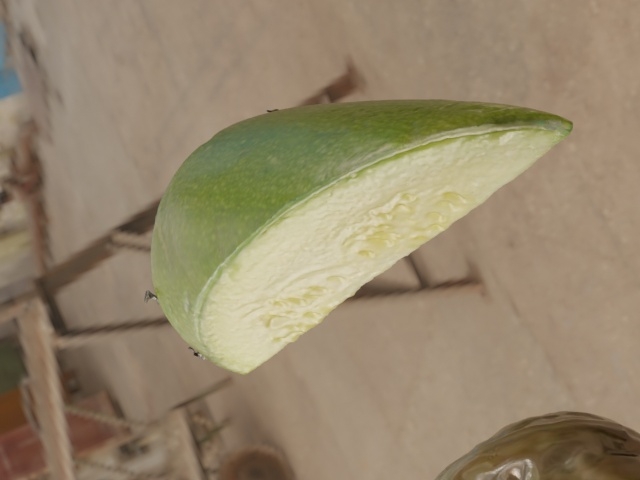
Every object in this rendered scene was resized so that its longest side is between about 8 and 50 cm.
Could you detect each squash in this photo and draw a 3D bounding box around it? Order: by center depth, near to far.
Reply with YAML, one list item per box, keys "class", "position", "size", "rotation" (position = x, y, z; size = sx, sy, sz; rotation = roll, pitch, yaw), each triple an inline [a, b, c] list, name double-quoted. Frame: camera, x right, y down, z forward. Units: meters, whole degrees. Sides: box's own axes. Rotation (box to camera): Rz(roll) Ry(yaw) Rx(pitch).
- class: "squash"
  position: [0.000, 0.000, 0.918]
  size: [0.288, 0.111, 0.203]
  rotation: [13, 88, 57]

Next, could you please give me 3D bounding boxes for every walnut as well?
- class: "walnut"
  position: [0.176, 0.239, 1.072]
  size: [0.248, 0.248, 0.248]
  rotation: [54, 158, 34]
